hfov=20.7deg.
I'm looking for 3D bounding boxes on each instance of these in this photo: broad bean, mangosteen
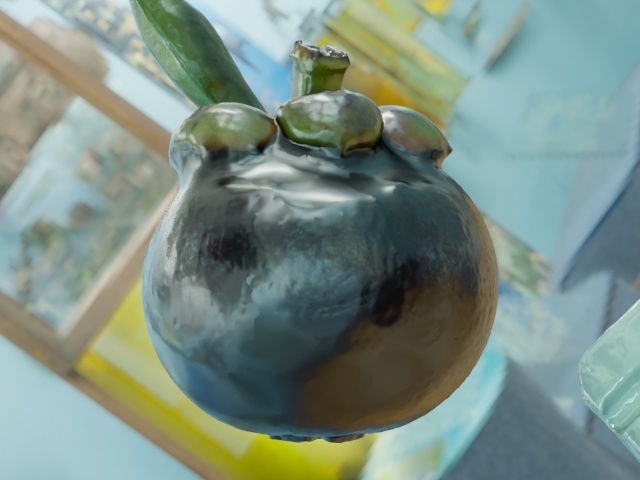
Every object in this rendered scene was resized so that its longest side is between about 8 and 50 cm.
[{"bbox_3d":[-0.079,-0.110,1.521,0.075,0.325,0.067,-26,-10,-42],"label":"broad bean"},{"bbox_3d":[0.000,0.000,1.318,0.275,0.275,0.302,156,113,-84],"label":"mangosteen"}]

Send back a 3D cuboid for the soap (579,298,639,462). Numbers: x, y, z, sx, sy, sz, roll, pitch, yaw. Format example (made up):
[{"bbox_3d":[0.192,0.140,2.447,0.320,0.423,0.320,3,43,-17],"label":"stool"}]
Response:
[{"bbox_3d":[0.332,0.036,0.979,0.347,0.208,0.115,-46,-40,7],"label":"soap"}]
